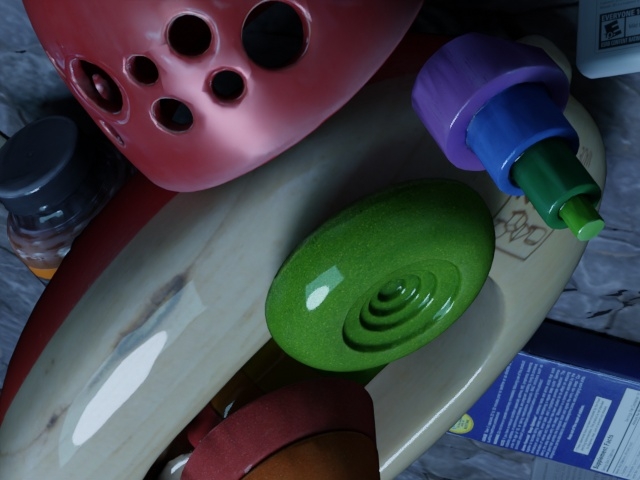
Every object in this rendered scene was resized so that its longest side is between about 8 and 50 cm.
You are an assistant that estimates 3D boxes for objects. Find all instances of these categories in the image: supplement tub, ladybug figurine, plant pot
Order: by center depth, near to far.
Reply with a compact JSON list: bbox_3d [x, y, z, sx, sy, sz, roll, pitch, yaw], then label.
[{"bbox_3d":[-0.065,-0.149,0.869,0.191,0.191,0.174,-16,124,39],"label":"plant pot"},{"bbox_3d":[-0.026,0.037,1.021,0.449,0.162,0.305,-45,144,18],"label":"ladybug figurine"},{"bbox_3d":[-0.141,0.005,1.180,0.106,0.106,0.198,-6,139,31],"label":"supplement tub"}]

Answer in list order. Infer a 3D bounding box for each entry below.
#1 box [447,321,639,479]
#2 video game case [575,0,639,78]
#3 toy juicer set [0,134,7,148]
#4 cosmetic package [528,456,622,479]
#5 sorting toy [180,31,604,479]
[{"bbox_3d":[0.198,0.119,1.244,0.225,0.036,0.136,14,145,4],"label":"box"},{"bbox_3d":[0.192,-0.150,0.783,0.157,0.143,0.019,-6,157,31],"label":"video game case"},{"bbox_3d":[-0.338,-0.010,1.156,0.089,0.329,0.209,-2,124,58],"label":"toy juicer set"},{"bbox_3d":[0.273,0.238,1.336,0.231,0.085,0.117,6,144,14],"label":"cosmetic package"},{"bbox_3d":[0.045,0.072,0.864,0.127,0.126,0.365,-5,139,-34],"label":"sorting toy"}]
